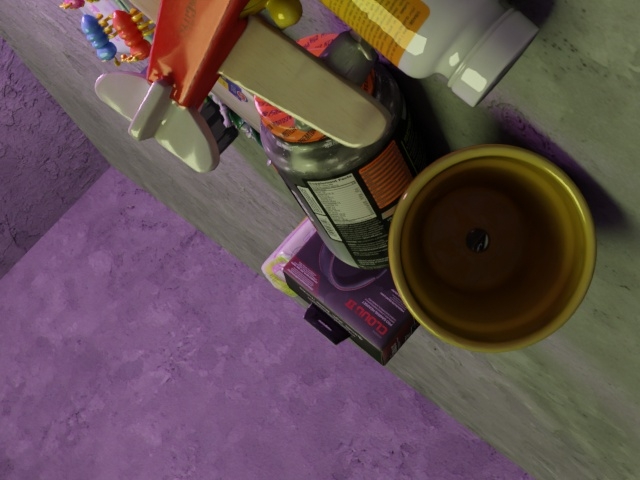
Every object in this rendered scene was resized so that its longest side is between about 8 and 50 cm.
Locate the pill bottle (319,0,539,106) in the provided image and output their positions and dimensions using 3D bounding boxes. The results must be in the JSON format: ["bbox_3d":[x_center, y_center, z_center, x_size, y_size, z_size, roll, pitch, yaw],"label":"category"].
[{"bbox_3d":[0.093,-0.250,1.071,0.245,0.136,0.136,41,169,5],"label":"pill bottle"}]

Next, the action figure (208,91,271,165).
[{"bbox_3d":[-0.159,-0.247,2.101,0.232,0.063,0.137,47,-167,1],"label":"action figure"}]

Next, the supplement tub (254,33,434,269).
[{"bbox_3d":[0.044,-0.123,1.531,0.207,0.207,0.338,33,165,37],"label":"supplement tub"}]

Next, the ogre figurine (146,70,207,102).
[{"bbox_3d":[-0.300,-0.355,2.133,0.118,0.097,0.197,-112,5,-85],"label":"ogre figurine"}]

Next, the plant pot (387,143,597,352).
[{"bbox_3d":[0.214,0.003,1.403,0.254,0.254,0.239,42,-175,0],"label":"plant pot"}]

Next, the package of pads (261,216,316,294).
[{"bbox_3d":[0.000,0.000,2.081,0.101,0.229,0.296,43,169,-3],"label":"package of pads"}]

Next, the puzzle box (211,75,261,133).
[{"bbox_3d":[-0.141,-0.270,1.838,0.272,0.052,0.409,41,177,-3],"label":"puzzle box"}]

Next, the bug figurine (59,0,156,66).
[{"bbox_3d":[-0.366,-0.379,1.770,0.216,0.072,0.279,58,161,-22],"label":"bug figurine"}]

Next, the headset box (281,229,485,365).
[{"bbox_3d":[0.095,0.044,1.759,0.218,0.293,0.110,39,169,17],"label":"headset box"}]

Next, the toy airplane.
[{"bbox_3d":[-0.116,-0.281,1.320,0.384,0.272,0.386,-4,117,37],"label":"toy airplane"}]

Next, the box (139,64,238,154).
[{"bbox_3d":[-0.299,-0.283,2.343,0.153,0.108,0.207,34,166,39],"label":"box"}]

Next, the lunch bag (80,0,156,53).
[{"bbox_3d":[-0.362,-0.449,1.936,0.279,0.108,0.224,20,149,57],"label":"lunch bag"}]
